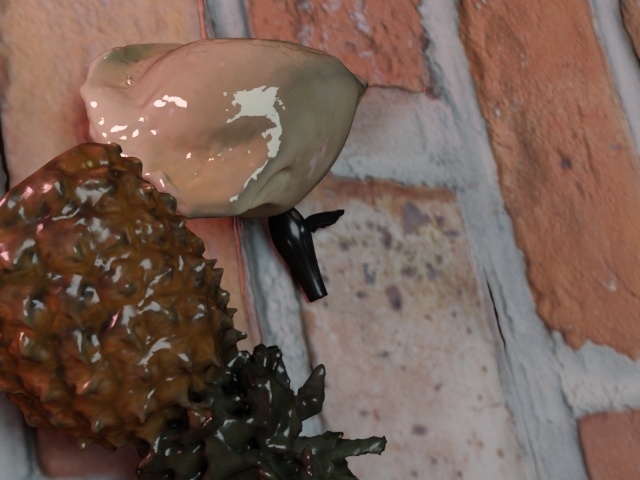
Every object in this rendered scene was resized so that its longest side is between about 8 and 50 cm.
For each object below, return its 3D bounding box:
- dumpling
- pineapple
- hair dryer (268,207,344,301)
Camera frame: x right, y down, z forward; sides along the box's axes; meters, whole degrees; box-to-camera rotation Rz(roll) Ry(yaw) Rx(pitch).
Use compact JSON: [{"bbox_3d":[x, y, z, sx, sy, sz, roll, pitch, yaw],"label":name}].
[{"bbox_3d":[-0.068,-0.103,0.906,0.179,0.131,0.252,25,40,18],"label":"dumpling"},{"bbox_3d":[-0.082,0.102,0.772,0.340,0.169,0.169,49,51,-10],"label":"pineapple"},{"bbox_3d":[0.000,0.000,0.952,0.083,0.031,0.079,-26,92,-46],"label":"hair dryer"}]
